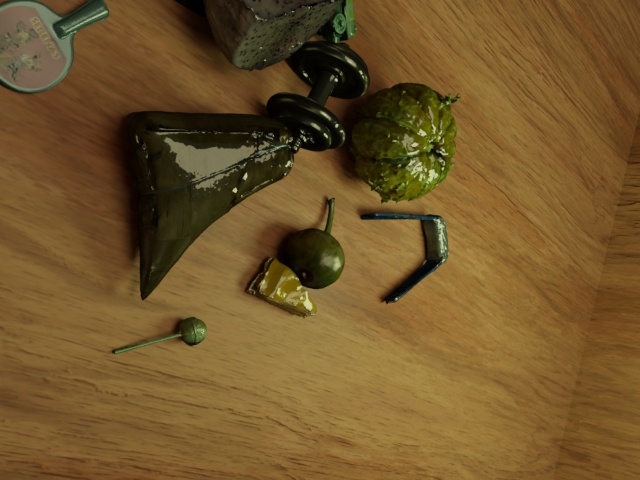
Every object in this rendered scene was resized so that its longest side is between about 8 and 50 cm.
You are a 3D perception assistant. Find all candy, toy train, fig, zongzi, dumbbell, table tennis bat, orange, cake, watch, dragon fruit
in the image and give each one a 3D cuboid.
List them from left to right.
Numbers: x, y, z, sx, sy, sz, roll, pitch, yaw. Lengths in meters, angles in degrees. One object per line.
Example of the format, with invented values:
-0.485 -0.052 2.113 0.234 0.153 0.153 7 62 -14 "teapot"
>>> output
-0.465 -0.350 1.263 0.244 0.040 0.152 -42 123 -30 "table tennis bat"
-0.320 0.200 1.485 0.203 0.061 0.061 -13 105 -37 "candy"
-0.210 -0.067 1.445 0.323 0.160 0.360 -2 100 -23 "zongzi"
-0.130 -0.487 1.488 0.283 0.204 0.221 -34 91 -41 "dragon fruit"
-0.086 0.136 1.697 0.116 0.080 0.184 -46 130 -36 "cake"
-0.005 -0.320 1.639 0.192 0.192 0.289 40 67 -42 "dumbbell"
0.000 0.000 1.763 0.149 0.149 0.245 59 36 -34 "fig"
0.042 -0.561 1.736 0.132 0.083 0.200 -16 107 -48 "toy train"
0.208 -0.244 1.855 0.300 0.223 0.301 -24 116 -31 "orange"
0.240 -0.006 2.041 0.275 0.068 0.276 -32 118 -34 "watch"

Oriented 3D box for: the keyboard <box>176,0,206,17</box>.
-0.293 -0.507 1.435 0.204 0.013 0.061 20 81 -46 "keyboard"
